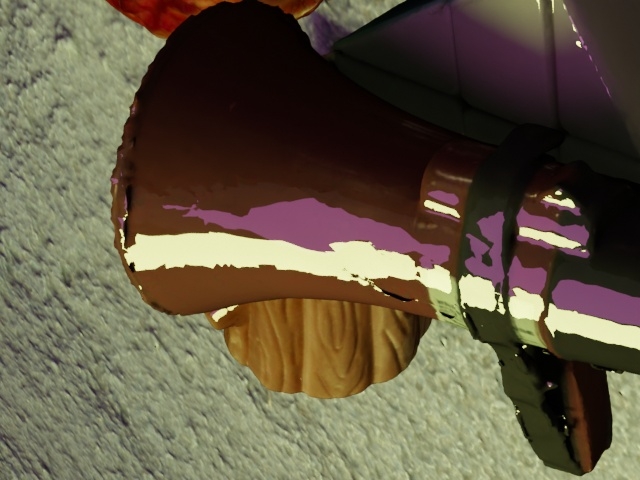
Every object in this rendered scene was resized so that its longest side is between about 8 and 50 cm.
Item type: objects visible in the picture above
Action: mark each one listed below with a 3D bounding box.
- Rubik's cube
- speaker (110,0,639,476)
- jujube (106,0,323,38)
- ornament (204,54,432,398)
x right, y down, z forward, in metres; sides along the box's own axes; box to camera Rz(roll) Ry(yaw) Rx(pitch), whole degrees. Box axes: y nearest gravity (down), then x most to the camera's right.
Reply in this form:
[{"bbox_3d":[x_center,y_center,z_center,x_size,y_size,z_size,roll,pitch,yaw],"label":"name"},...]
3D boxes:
[{"bbox_3d":[0.184,-0.092,1.224,0.231,0.224,0.221,-15,106,57],"label":"Rubik's cube"},{"bbox_3d":[0.060,0.031,1.128,0.329,0.198,0.259,24,124,28],"label":"speaker"},{"bbox_3d":[-0.098,-0.252,1.504,0.290,0.197,0.197,39,146,50],"label":"jujube"},{"bbox_3d":[0.000,0.000,1.584,0.235,0.221,0.218,45,152,35],"label":"ornament"}]
